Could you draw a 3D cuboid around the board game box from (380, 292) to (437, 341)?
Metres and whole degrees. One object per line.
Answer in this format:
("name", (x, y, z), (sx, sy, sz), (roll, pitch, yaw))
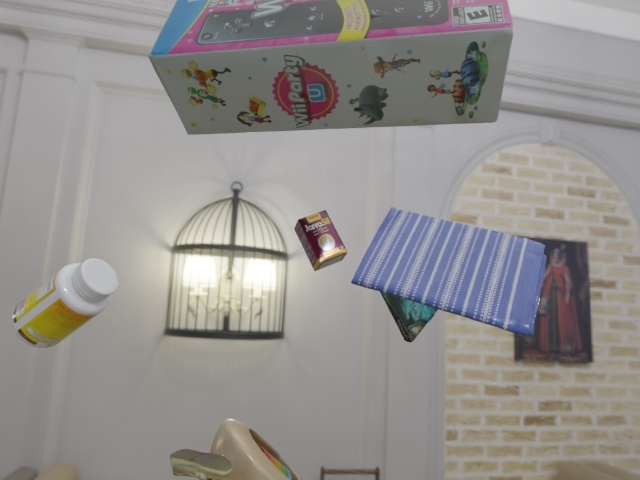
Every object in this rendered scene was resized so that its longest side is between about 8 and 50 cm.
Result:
("board game box", (0.204, 0.128, 1.145), (0.026, 0.186, 0.126), (-6, 28, 50))

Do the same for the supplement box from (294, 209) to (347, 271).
("supplement box", (0.000, 0.000, 0.798), (0.054, 0.083, 0.043), (-22, -17, -21))

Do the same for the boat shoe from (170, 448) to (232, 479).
("boat shoe", (-0.234, 0.449, 0.950), (0.152, 0.048, 0.056), (-4, -1, 28))

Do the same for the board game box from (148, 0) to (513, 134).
("board game box", (0.016, -0.221, 0.486), (0.302, 0.224, 0.098), (-1, -36, 11))

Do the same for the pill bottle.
("pill bottle", (-0.522, 0.126, 1.000), (0.214, 0.117, 0.117), (-33, -23, 19))

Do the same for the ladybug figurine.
("ladybug figurine", (-0.189, 0.746, 1.512), (0.449, 0.162, 0.305), (52, -13, -23))

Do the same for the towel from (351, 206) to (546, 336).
("towel", (0.259, 0.051, 0.953), (0.335, 0.243, 0.040), (16, -44, 19))
